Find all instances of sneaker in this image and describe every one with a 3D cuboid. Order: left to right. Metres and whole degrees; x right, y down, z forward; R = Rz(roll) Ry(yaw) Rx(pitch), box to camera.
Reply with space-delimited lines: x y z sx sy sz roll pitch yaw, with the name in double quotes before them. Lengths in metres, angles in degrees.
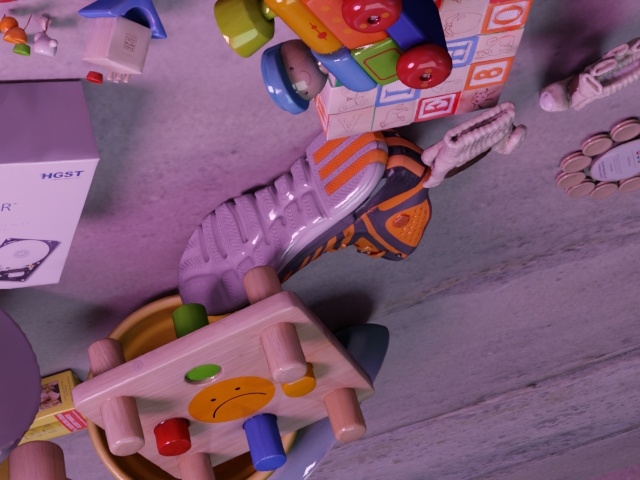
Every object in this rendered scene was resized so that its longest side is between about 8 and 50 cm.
"sneaker" 0.000 0.000 1.485 0.321 0.124 0.180 -33 149 30

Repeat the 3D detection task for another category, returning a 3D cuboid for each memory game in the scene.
"memory game" 0.371 -0.100 1.636 0.186 0.012 0.186 -14 155 -7

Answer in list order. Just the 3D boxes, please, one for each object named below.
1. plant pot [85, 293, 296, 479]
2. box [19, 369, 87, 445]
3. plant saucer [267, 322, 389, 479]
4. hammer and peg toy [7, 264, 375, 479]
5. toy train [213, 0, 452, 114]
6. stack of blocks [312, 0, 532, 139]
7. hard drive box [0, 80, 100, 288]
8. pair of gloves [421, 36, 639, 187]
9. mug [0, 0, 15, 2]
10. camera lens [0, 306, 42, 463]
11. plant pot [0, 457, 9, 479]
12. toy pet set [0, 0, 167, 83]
"plant pot" -0.148 0.207 1.696 0.254 0.254 0.239 -15 168 -3
"box" -0.419 0.240 1.785 0.232 0.058 0.087 -17 153 0
"plant saucer" -0.023 0.230 1.811 0.043 0.317 0.317 37 135 -8
"hammer and peg toy" -0.141 0.183 1.451 0.361 0.127 0.266 -25 147 10
"toy train" -0.016 -0.179 0.967 0.143 0.105 0.248 -22 149 21
"stack of blocks" 0.085 -0.213 1.154 0.171 0.087 0.297 -11 154 -11
"hard drive box" -0.318 -0.043 1.251 0.181 0.089 0.232 -6 152 -23
"pair of gloves" 0.213 -0.124 1.339 0.240 0.042 0.204 -27 178 -9
"mug" -0.156 -0.235 0.944 0.169 0.113 0.150 -12 165 0
"camera lens" -0.462 0.194 1.483 0.219 0.219 0.274 12 142 -45
"plant pot" -0.449 0.311 1.744 0.081 0.083 0.081 -28 150 22
"toy pet set" -0.192 -0.177 1.120 0.114 0.065 0.122 8 173 44
